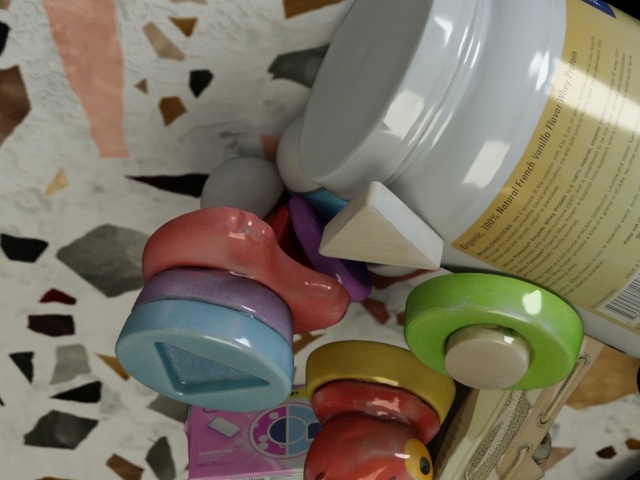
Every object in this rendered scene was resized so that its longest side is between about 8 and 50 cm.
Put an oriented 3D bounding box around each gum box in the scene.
[{"bbox_3d":[-0.027,0.184,1.702,0.188,0.107,0.062,-6,128,4],"label":"gum box"}]

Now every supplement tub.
[{"bbox_3d":[0.166,-0.067,1.430,0.316,0.228,0.228,25,124,-19],"label":"supplement tub"}]

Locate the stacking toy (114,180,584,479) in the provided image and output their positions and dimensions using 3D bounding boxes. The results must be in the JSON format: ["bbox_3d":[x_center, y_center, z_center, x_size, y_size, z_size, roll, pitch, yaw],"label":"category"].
[{"bbox_3d":[0.021,0.099,1.416,0.309,0.130,0.279,33,146,-32],"label":"stacking toy"}]

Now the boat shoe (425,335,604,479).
[{"bbox_3d":[0.146,0.180,1.692,0.110,0.121,0.341,16,125,-11],"label":"boat shoe"}]

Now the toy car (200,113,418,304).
[{"bbox_3d":[0.000,0.000,1.540,0.182,0.136,0.159,-30,122,21],"label":"toy car"}]

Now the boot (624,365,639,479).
[{"bbox_3d":[0.300,0.216,1.737,0.207,0.094,0.246,-38,125,21],"label":"boot"}]
